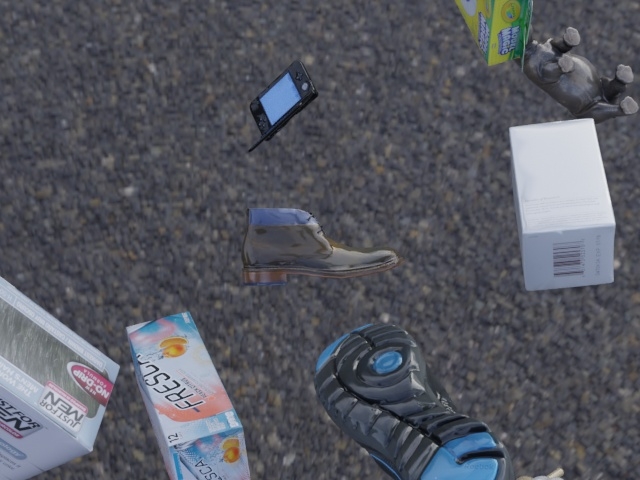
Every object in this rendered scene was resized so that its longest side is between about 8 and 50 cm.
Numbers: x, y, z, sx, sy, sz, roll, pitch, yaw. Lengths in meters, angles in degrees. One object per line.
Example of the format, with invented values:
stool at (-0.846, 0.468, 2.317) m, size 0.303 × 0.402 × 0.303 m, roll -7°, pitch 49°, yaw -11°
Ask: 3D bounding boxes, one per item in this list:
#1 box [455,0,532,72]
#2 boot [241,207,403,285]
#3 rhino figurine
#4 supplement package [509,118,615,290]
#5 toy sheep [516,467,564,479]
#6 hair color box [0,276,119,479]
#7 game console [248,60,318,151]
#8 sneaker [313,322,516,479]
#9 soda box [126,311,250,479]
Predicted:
box at (0.174, -0.268, 1.202) m, size 0.043 × 0.105 × 0.179 m, roll -18°, pitch 58°, yaw -8°
boot at (0.000, 0.000, 1.529) m, size 0.219 × 0.082 × 0.106 m, roll -6°, pitch 92°, yaw -5°
rhino figurine at (0.322, -0.244, 1.571) m, size 0.243 × 0.106 × 0.073 m, roll 34°, pitch 73°, yaw -7°
supplement package at (0.283, -0.044, 1.347) m, size 0.105 × 0.105 × 0.179 m, roll -6°, pitch 47°, yaw 8°
toy sheep at (0.274, 0.319, 1.326) m, size 0.091 × 0.091 × 0.132 m, roll -34°, pitch 43°, yaw -22°
hair color box at (-0.414, 0.185, 1.219) m, size 0.185 × 0.374 × 0.113 m, roll 43°, pitch 39°, yaw -29°
game console at (-0.070, -0.206, 1.744) m, size 0.071 × 0.122 × 0.107 m, roll 7°, pitch 52°, yaw -51°
sneaker at (0.097, 0.211, 1.210) m, size 0.125 × 0.140 × 0.341 m, roll -31°, pitch 34°, yaw -6°
soda box at (-0.109, 0.131, 0.915) m, size 0.058 × 0.063 × 0.183 m, roll -14°, pitch 29°, yaw -15°
